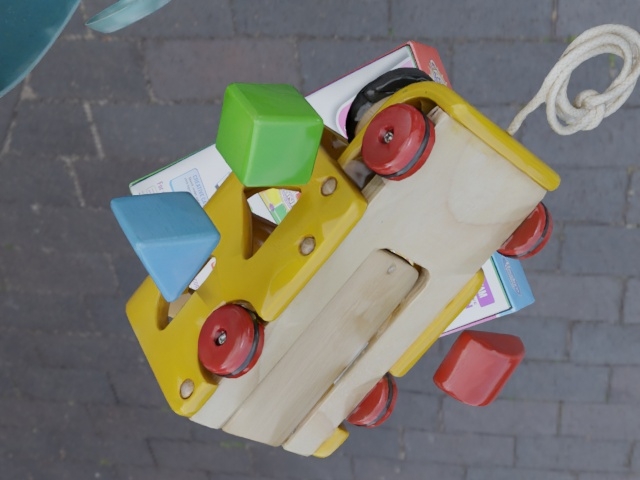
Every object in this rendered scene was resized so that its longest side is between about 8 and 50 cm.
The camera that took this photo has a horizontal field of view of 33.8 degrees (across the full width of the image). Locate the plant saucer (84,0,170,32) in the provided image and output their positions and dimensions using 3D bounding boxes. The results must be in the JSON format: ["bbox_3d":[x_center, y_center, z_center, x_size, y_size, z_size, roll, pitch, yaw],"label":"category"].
[{"bbox_3d":[-0.207,-0.262,1.182,0.119,0.119,0.021,-17,113,28],"label":"plant saucer"}]

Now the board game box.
[{"bbox_3d":[0.000,0.000,0.947,0.316,0.064,0.242,-23,84,26],"label":"board game box"}]

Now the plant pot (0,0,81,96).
[{"bbox_3d":[-0.234,-0.246,0.594,0.195,0.290,0.290,24,135,0],"label":"plant pot"}]

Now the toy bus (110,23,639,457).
[{"bbox_3d":[0.009,-0.009,0.442,0.202,0.104,0.191,-17,133,-20],"label":"toy bus"}]
